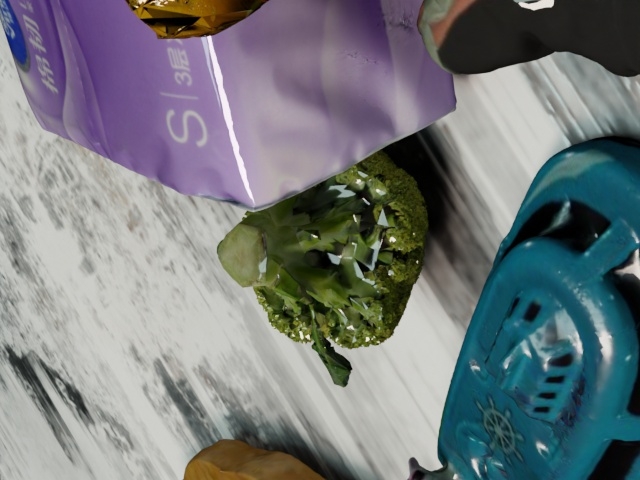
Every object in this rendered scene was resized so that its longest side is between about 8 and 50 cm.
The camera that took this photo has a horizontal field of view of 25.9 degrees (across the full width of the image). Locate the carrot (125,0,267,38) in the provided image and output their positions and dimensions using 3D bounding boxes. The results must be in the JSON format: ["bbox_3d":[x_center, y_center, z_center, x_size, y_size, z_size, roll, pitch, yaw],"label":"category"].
[{"bbox_3d":[0.026,-0.148,0.518,0.069,0.229,0.069,60,-169,-20],"label":"carrot"}]

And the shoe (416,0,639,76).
[{"bbox_3d":[0.155,-0.091,0.459,0.291,0.114,0.137,-9,113,56],"label":"shoe"}]

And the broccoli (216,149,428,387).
[{"bbox_3d":[0.000,0.000,0.762,0.130,0.120,0.131,55,126,24],"label":"broccoli"}]

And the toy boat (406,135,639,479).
[{"bbox_3d":[0.110,0.080,0.695,0.134,0.092,0.299,48,149,27],"label":"toy boat"}]

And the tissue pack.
[{"bbox_3d":[-0.083,-0.211,0.660,0.242,0.160,0.338,22,134,47],"label":"tissue pack"}]

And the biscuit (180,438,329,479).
[{"bbox_3d":[0.005,0.325,1.098,0.385,0.062,0.365,-1,113,57],"label":"biscuit"}]
